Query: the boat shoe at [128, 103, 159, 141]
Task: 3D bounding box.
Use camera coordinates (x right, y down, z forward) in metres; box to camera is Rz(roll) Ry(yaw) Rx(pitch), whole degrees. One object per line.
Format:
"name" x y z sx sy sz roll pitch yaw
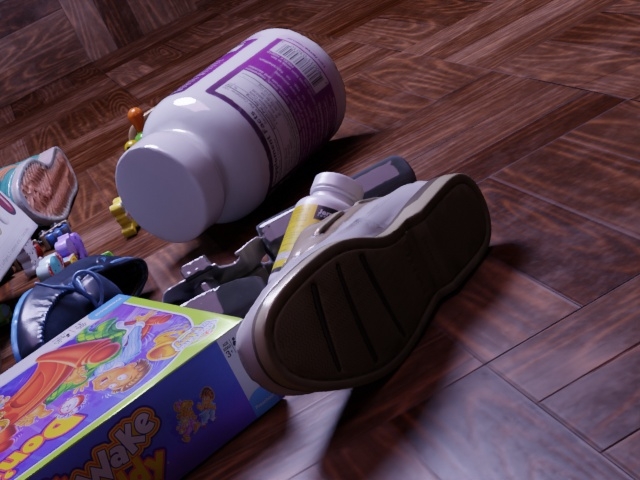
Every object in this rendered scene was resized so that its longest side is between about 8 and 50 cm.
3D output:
"boat shoe" -0.149 -0.184 1.791 0.285 0.104 0.089 -21 12 -16

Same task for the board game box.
"board game box" -0.230 0.176 0.962 0.347 0.078 0.233 -36 21 -27

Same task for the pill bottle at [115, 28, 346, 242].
"pill bottle" -0.107 -0.124 1.455 0.169 0.169 0.301 -10 24 39

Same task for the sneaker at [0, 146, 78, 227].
"sneaker" -0.457 -0.065 1.860 0.121 0.108 0.302 -25 11 4

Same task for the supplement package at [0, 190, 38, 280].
"supplement package" -0.487 0.045 1.443 0.204 0.145 0.262 -39 17 19

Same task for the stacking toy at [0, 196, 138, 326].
"stacking toy" -0.325 0.024 1.526 0.167 0.052 0.221 -22 20 11

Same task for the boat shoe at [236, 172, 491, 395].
"boat shoe" 0.025 0.038 0.970 0.103 0.113 0.302 -11 13 40

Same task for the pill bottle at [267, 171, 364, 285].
"pill bottle" 0.000 0.000 1.083 0.065 0.065 0.116 -7 56 44

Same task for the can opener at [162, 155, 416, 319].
"can opener" -0.023 0.018 1.156 0.280 0.074 0.093 -31 54 -10

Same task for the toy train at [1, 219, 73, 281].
"toy train" -0.405 0.018 1.681 0.158 0.027 0.036 -39 26 -32

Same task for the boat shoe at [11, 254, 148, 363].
"boat shoe" -0.240 0.063 1.235 0.089 0.109 0.258 -18 22 12

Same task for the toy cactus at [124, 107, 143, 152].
"toy cactus" -0.176 -0.121 1.622 0.181 0.112 0.219 -14 -12 -14
